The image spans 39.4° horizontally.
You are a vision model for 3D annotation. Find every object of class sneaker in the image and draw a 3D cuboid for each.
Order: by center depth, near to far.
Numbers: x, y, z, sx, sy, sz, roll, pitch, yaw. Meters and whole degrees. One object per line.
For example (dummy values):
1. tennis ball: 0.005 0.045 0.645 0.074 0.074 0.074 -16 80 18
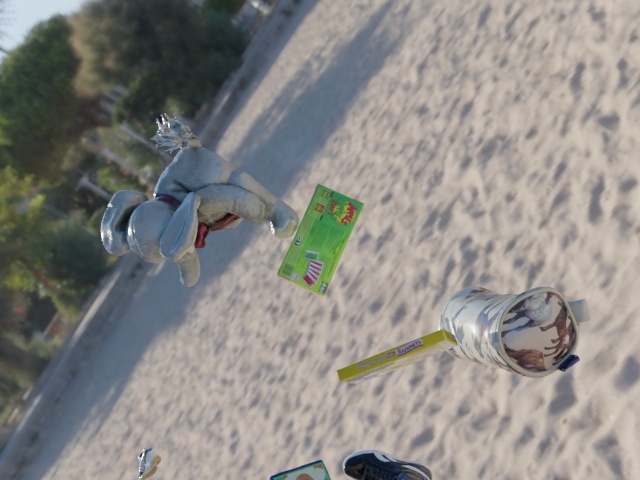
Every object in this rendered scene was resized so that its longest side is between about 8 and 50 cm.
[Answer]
1. sneaker: -0.309 0.395 1.591 0.032 0.037 0.083 -21 -30 -48
2. sneaker: 0.156 0.558 2.111 0.121 0.217 0.079 -56 -30 -76

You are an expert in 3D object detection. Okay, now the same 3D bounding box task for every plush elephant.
1. plush elephant: -0.251 -0.038 1.682 0.272 0.330 0.255 15 66 47

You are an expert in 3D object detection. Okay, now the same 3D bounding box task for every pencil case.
1. pencil case: 0.359 0.170 1.749 0.410 0.184 0.159 163 98 -80

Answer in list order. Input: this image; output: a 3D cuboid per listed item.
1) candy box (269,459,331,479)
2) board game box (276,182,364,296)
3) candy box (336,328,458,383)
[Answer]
1. candy box: 0.007 0.625 1.697 0.268 0.122 0.317 94 153 -48
2. board game box: 0.000 0.000 1.603 0.043 0.092 0.181 112 -178 -81
3. candy box: 0.138 0.210 1.599 0.206 0.027 0.105 -23 -21 14
